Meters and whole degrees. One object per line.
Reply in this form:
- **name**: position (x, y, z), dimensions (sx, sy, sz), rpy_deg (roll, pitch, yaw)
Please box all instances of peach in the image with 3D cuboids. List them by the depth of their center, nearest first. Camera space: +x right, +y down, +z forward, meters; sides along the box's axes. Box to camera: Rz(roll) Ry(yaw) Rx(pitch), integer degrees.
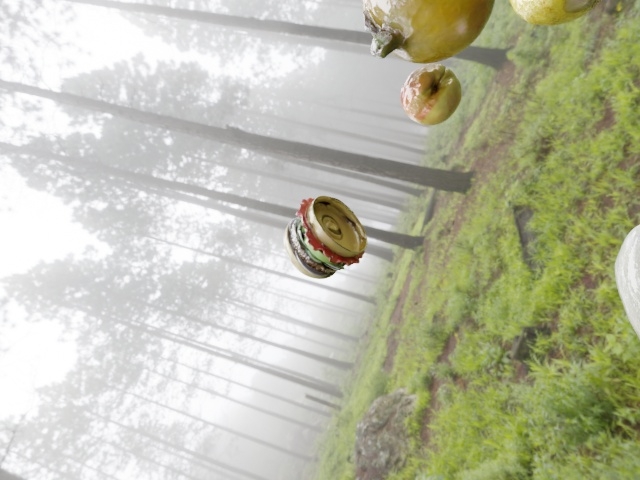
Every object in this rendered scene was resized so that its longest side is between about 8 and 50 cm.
- **peach**: position (0.331, -0.439, 1.266), dimensions (0.184, 0.184, 0.185), rpy_deg (15, -90, -78)

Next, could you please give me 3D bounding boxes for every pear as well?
- **pear**: position (0.388, -0.433, 0.652), dimensions (0.178, 0.177, 0.178), rpy_deg (15, -90, -78)

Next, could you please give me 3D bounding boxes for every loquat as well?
- **loquat**: position (0.237, -0.577, 1.000), dimensions (0.360, 0.328, 0.328), rpy_deg (-51, -17, -10)

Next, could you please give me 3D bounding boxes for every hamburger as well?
- **hamburger**: position (0.003, 0.001, 0.865), dimensions (0.137, 0.175, 0.175), rpy_deg (-42, 9, 35)

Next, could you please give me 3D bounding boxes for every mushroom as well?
- **mushroom**: position (0.440, 0.084, 0.523), dimensions (0.093, 0.116, 0.226), rpy_deg (88, -168, -72)
